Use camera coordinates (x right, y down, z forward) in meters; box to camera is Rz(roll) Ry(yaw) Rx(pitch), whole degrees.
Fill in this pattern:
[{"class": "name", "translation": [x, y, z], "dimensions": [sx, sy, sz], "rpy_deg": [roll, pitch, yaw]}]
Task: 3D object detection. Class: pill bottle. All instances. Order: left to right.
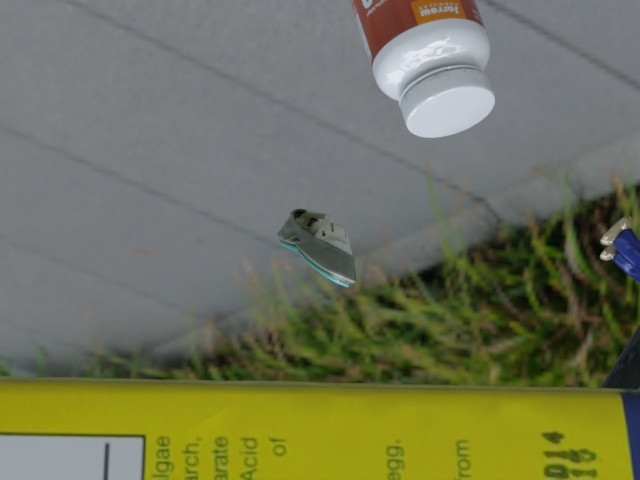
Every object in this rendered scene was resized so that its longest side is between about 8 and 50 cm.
[{"class": "pill bottle", "translation": [0.100, -0.218, 1.503], "dimensions": [0.121, 0.216, 0.121], "rpy_deg": [-14, 155, -7]}]

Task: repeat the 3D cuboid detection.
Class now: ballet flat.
[{"class": "ballet flat", "translation": [0.000, 0.000, 1.928], "dimensions": [0.072, 0.068, 0.213], "rpy_deg": [26, -177, -24]}]

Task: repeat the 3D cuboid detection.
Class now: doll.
[{"class": "doll", "translation": [0.356, 0.058, 1.487], "dimensions": [0.189, 0.046, 0.129], "rpy_deg": [48, 171, 24]}]

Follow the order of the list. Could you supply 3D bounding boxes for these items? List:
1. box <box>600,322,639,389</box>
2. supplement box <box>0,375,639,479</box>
[{"class": "box", "translation": [0.335, 0.197, 1.349], "dimensions": [0.143, 0.270, 0.165], "rpy_deg": [24, -169, -26]}, {"class": "supplement box", "translation": [-0.063, 0.168, 0.492], "dimensions": [0.357, 0.194, 0.195], "rpy_deg": [2, 152, -4]}]
